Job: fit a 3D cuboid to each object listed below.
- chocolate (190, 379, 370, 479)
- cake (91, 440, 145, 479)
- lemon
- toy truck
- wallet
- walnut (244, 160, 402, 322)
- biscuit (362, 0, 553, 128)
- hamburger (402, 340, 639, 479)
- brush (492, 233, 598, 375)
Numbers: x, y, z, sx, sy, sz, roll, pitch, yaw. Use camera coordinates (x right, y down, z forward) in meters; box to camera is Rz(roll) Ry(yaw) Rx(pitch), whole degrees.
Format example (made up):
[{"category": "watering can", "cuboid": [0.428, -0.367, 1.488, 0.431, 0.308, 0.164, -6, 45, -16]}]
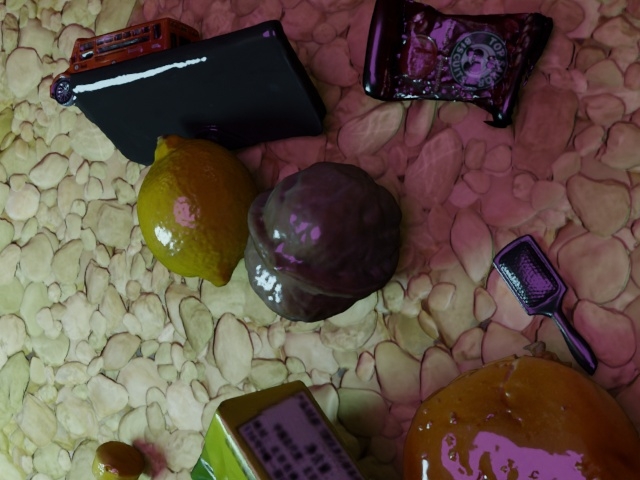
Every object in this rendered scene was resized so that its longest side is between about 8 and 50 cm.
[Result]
[{"category": "chocolate", "cuboid": [-0.030, 0.357, 1.090, 0.301, 0.137, 0.288, 52, 151, 19]}, {"category": "cake", "cuboid": [-0.327, 0.362, 1.355, 0.084, 0.084, 0.044, 34, 107, 26]}, {"category": "lemon", "cuboid": [-0.177, -0.047, 1.224, 0.187, 0.187, 0.244, -31, 72, 25]}, {"category": "toy truck", "cuboid": [-0.315, -0.278, 1.349, 0.253, 0.107, 0.114, -5, 86, 28]}, {"category": "wallet", "cuboid": [-0.182, -0.203, 1.234, 0.378, 0.197, 0.051, -6, 48, 27]}, {"category": "walnut", "cuboid": [0.000, 0.000, 1.102, 0.224, 0.224, 0.224, -1, 88, 29]}, {"category": "biscuit", "cuboid": [0.171, -0.238, 1.097, 0.235, 0.063, 0.151, 16, 97, 26]}, {"category": "hamburger", "cuboid": [0.244, 0.288, 0.987, 0.290, 0.170, 0.314, -20, 78, 21]}, {"category": "brush", "cuboid": [0.289, 0.083, 1.050, 0.063, 0.016, 0.193, -40, 70, 24]}]
